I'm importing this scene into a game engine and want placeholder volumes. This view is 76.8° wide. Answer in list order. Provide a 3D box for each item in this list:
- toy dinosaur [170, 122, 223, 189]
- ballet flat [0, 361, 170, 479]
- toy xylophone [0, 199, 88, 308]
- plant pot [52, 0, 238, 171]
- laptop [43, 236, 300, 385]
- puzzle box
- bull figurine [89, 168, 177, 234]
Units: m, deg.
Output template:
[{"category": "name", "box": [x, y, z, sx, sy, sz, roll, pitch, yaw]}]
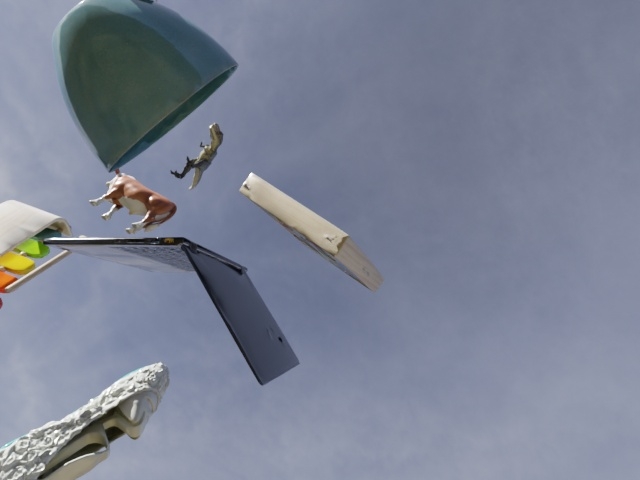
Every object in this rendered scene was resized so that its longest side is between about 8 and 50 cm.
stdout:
[{"category": "toy dinosaur", "box": [-0.370, -0.223, 1.202, 0.064, 0.118, 0.268, 46, -56, 5]}, {"category": "ballet flat", "box": [-0.482, 0.424, 0.897, 0.146, 0.408, 0.147, 10, -70, 30]}, {"category": "toy xylophone", "box": [-0.621, 0.031, 0.791, 0.236, 0.323, 0.081, 24, -55, 9]}, {"category": "plant pot", "box": [-0.311, -0.282, 0.675, 0.290, 0.290, 0.195, -29, -67, 28]}, {"category": "laptop", "box": [-0.266, 0.144, 0.838, 0.406, 0.382, 0.237, 0, -102, 6]}, {"category": "puzzle box", "box": [0.000, 0.000, 0.979, 0.272, 0.409, 0.052, 34, -94, 25]}, {"category": "bull figurine", "box": [-0.649, -0.135, 1.383, 0.310, 0.189, 0.101, 23, -38, 15]}]
